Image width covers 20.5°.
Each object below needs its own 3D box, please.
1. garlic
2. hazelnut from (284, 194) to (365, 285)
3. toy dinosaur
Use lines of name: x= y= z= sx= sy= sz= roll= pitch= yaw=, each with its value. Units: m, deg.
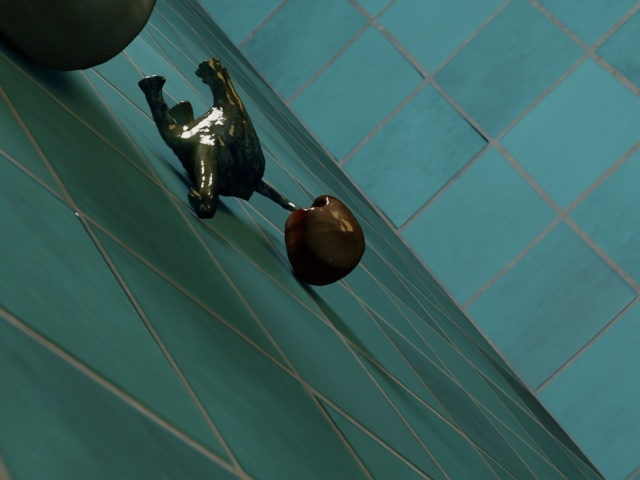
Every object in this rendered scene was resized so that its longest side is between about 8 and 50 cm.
garlic: x=-0.230 y=-0.246 z=1.416 sx=0.246 sy=0.231 sz=0.340 roll=3 pitch=-2 yaw=-16
hazelnut: x=0.000 y=0.000 z=1.657 sx=0.086 sy=0.086 sz=0.086 roll=46 pitch=5 yaw=-5
toy dinosaur: x=-0.092 y=-0.082 z=1.597 sx=0.363 sy=0.076 sz=0.147 roll=5 pitch=61 yaw=-80
